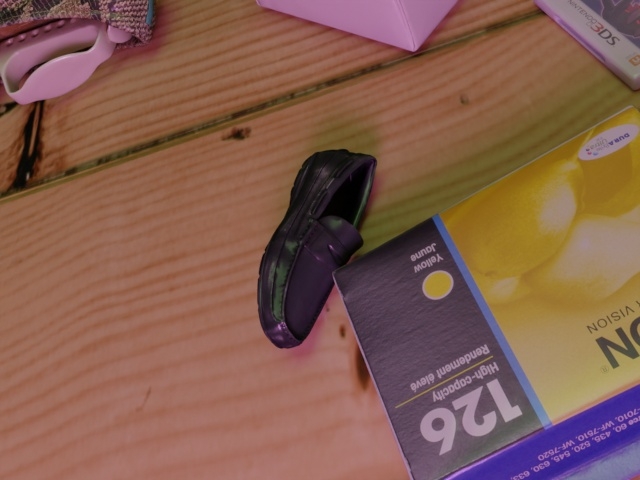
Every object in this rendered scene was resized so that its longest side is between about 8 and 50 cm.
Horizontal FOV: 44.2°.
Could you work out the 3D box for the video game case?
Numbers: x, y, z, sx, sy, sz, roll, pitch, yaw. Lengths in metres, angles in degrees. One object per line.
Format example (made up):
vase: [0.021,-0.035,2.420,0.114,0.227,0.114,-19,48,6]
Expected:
video game case: [0.351,-0.260,0.806,0.201,0.023,0.183,-31,50,3]

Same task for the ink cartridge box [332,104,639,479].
ink cartridge box: [0.189,0.078,0.614,0.304,0.072,0.307,-29,48,8]

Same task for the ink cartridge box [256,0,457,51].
ink cartridge box: [0.100,-0.449,0.966,0.285,0.166,0.395,28,72,38]

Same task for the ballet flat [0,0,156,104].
ballet flat: [-0.455,-0.276,1.140,0.483,0.164,0.182,-12,73,16]

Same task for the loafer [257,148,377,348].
loafer: [0.000,0.000,0.759,0.078,0.076,0.223,-5,52,32]
